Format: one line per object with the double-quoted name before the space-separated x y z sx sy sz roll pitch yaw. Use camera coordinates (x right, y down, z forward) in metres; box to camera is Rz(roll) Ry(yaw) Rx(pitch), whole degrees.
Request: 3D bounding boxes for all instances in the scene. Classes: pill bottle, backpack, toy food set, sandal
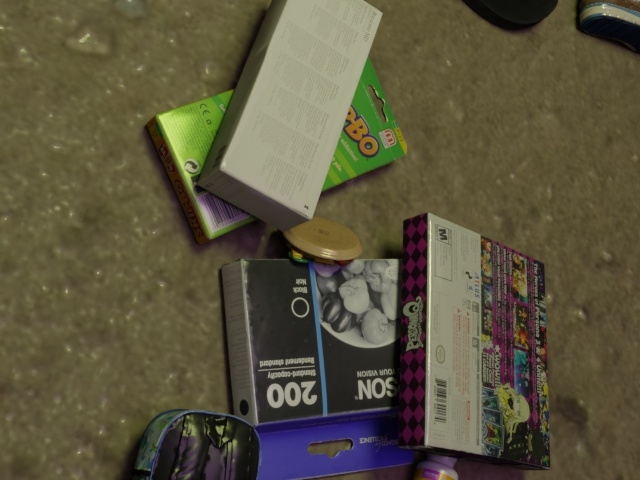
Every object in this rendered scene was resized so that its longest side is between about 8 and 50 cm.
"pill bottle" 0.111 0.249 0.921 0.043 0.043 0.083 31 64 -23
"backpack" -0.108 0.198 0.769 0.105 0.084 0.114 18 74 -27
"toy food set" 0.000 0.000 0.890 0.083 0.083 0.020 11 115 -12
"sandal" 0.187 -0.328 1.090 0.255 0.054 0.097 21 69 -27

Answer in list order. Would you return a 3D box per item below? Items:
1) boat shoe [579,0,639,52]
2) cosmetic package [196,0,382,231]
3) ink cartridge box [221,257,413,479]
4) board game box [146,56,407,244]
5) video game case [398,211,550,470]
"boat shoe" 0.421 -0.297 1.224 0.183 0.066 0.066 11 72 -30
"cosmetic package" -0.025 -0.136 0.871 0.099 0.060 0.239 29 65 -20
"ink cartridge box" 0.012 0.121 0.887 0.206 0.045 0.208 0 80 -33
"board game box" -0.033 -0.100 0.913 0.259 0.039 0.124 -25 93 -31
"video game case" 0.162 0.109 0.954 0.210 0.042 0.232 19 65 -41
